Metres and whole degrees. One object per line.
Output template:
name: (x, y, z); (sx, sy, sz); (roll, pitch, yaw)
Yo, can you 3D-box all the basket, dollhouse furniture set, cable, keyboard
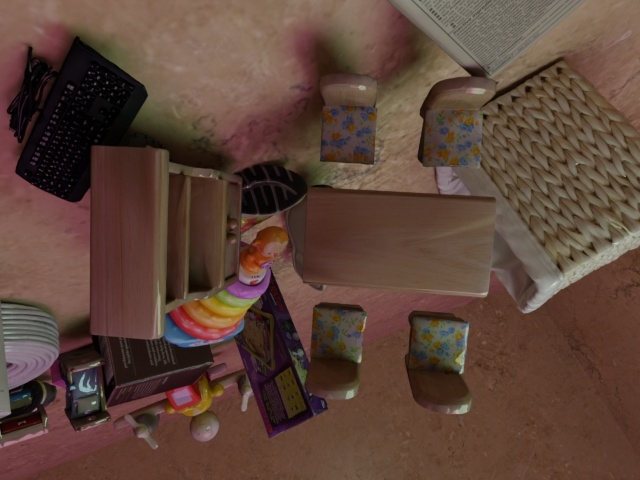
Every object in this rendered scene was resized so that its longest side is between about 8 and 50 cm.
basket: (0.407, -0.080, 0.809); (0.266, 0.331, 0.328); (-33, 156, 8)
dollhouse furniture set: (-0.525, 0.304, 0.840); (0.183, 0.130, 0.129); (-8, -175, -39)
dollhouse furniture set: (0.000, 0.000, 0.489); (0.393, 0.362, 0.256); (4, -174, 5)
cable: (-0.602, 0.198, 0.748); (0.257, 0.089, 0.257); (-23, 157, -1)
keyboard: (-0.258, -0.106, 0.427); (0.100, 0.038, 0.192); (33, 126, -26)

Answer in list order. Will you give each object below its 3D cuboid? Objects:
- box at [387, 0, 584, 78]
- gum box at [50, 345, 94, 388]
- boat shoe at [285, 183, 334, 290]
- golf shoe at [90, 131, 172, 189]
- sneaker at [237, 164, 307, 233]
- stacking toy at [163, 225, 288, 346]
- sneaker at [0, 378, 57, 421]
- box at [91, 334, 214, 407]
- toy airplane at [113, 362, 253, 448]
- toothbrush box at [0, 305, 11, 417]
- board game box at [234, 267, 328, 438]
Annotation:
box: (0.108, -0.269, 0.359); (0.148, 0.121, 0.311); (-37, 153, 31)
gum box: (-0.577, 0.321, 1.073); (0.107, 0.062, 0.188); (-17, 156, -15)
boat shoe: (0.015, -0.016, 0.845); (0.113, 0.127, 0.340); (-46, 158, -24)
golf shoe: (-0.237, -0.025, 0.573); (0.105, 0.120, 0.273); (-11, 153, -22)
sneaker: (-0.120, -0.054, 0.688); (0.208, 0.082, 0.094); (-18, 165, 1)
stacking toy: (-0.149, 0.060, 0.746); (0.175, 0.166, 0.301); (2, 152, -45)
sneaker: (-0.795, 0.429, 1.055); (0.299, 0.111, 0.121); (-19, 161, -5)
box: (-0.375, 0.244, 0.959); (0.203, 0.169, 0.167); (-4, 151, -37)
toy airplane: (-0.384, 0.483, 1.340); (0.386, 0.273, 0.384); (-38, 154, 30)
toothbrush box: (-0.583, 0.171, 0.546); (0.295, 0.216, 0.126); (-21, 157, -4)
board game box: (-0.118, 0.252, 0.993); (0.056, 0.347, 0.208); (-3, 151, -44)
